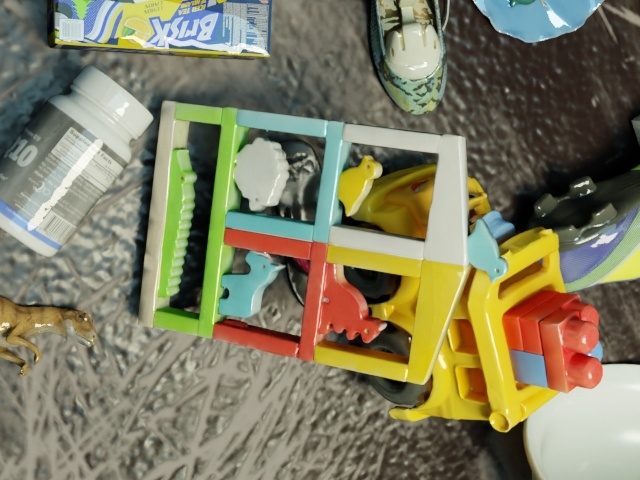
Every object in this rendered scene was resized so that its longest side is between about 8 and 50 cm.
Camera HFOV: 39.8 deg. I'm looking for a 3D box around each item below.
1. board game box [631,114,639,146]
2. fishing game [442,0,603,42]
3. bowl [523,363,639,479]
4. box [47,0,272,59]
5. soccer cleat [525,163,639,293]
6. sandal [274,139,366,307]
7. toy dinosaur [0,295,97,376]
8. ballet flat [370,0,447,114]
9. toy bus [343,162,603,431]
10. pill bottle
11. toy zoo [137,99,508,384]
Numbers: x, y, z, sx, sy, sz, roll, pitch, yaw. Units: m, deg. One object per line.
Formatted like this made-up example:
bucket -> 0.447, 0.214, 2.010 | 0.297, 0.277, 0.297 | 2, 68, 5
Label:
board game box -> 0.493, -0.111, 0.954 | 0.305, 0.053, 0.193 | -30, 108, -14
fishing game -> 0.212, -0.282, 0.826 | 0.264, 0.041, 0.189 | -9, 105, -20
bowl -> 0.332, 0.259, 0.856 | 0.298, 0.298, 0.134 | -5, 122, -20
box -> -0.127, -0.175, 0.700 | 0.169, 0.059, 0.054 | 0, 98, -21
soccer cleat -> 0.341, -0.028, 0.864 | 0.289, 0.093, 0.121 | -20, 131, 4
sandal -> -0.004, -0.002, 0.787 | 0.067, 0.040, 0.179 | -24, 107, -17
toy dinosaur -> -0.284, 0.060, 0.688 | 0.212, 0.064, 0.112 | 23, 72, -32
ballet flat -> 0.074, -0.201, 0.769 | 0.070, 0.070, 0.188 | -16, 102, -18
toy bus -> 0.140, 0.047, 0.744 | 0.149, 0.211, 0.220 | -23, 105, -36
pill bottle -> -0.196, -0.063, 0.682 | 0.078, 0.078, 0.137 | 40, 83, -22
toy zoo -> 0.000, 0.000, 0.698 | 0.293, 0.030, 0.192 | 10, 97, 17
